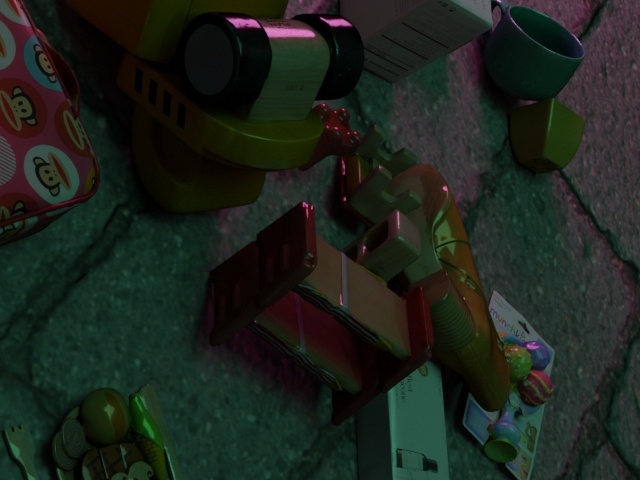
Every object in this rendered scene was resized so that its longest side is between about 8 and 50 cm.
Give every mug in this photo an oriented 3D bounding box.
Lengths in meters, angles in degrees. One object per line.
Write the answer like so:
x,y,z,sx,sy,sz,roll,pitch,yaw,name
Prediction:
0.296,-0.268,2.196,0.129,0.097,0.157,16,32,-24,mug

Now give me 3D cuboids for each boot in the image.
0.157,0.061,1.903,0.295,0.104,0.211,-98,162,-49,boot

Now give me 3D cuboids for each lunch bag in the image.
-0.338,-0.138,1.446,0.258,0.120,0.293,-23,87,-50,lunch bag

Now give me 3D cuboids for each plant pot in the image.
0.322,-0.143,2.185,0.081,0.081,0.083,26,64,-36,plant pot

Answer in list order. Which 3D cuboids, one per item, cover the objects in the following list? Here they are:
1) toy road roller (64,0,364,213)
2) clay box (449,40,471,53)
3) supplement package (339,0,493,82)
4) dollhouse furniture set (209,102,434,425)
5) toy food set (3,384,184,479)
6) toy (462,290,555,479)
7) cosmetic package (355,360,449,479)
-0.138,-0.178,1.660,0.202,0.240,0.329,-8,40,-48,toy road roller
0.118,-0.362,2.097,0.222,0.053,0.127,26,53,-37,clay box
0.121,-0.298,1.969,0.105,0.179,0.105,22,56,-38,supplement package
0.000,0.000,1.748,0.201,0.152,0.374,37,30,-27,dollhouse furniture set
-0.203,0.209,1.474,0.192,0.038,0.132,-14,81,-49,toy food set
0.260,0.183,1.969,0.137,0.056,0.237,45,44,-23,toy
0.097,0.250,1.757,0.099,0.060,0.239,20,57,-41,cosmetic package
